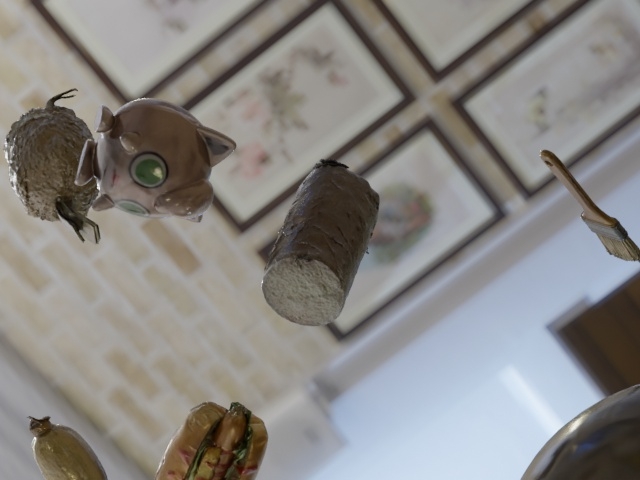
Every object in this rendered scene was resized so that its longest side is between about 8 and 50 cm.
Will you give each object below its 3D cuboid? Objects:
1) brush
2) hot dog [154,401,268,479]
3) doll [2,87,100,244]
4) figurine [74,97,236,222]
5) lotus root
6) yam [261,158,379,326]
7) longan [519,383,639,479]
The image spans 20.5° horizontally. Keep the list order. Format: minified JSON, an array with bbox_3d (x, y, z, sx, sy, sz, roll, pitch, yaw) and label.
[{"bbox_3d":[0.241,-0.032,1.597,0.043,0.014,0.170,19,161,47],"label":"brush"},{"bbox_3d":[-0.128,0.270,1.871,0.104,0.250,0.076,18,-147,-14],"label":"hot dog"},{"bbox_3d":[-0.299,-0.078,1.984,0.105,0.115,0.221,8,-145,-18],"label":"doll"},{"bbox_3d":[-0.161,-0.075,1.708,0.138,0.125,0.125,22,-166,-12],"label":"figurine"},{"bbox_3d":[-0.284,0.253,1.999,0.150,0.062,0.073,58,174,-11],"label":"lotus root"},{"bbox_3d":[0.002,0.001,1.481,0.079,0.079,0.141,50,-145,-21],"label":"yam"},{"bbox_3d":[0.259,0.239,1.217,0.297,0.297,0.297,52,-173,-8],"label":"longan"}]
